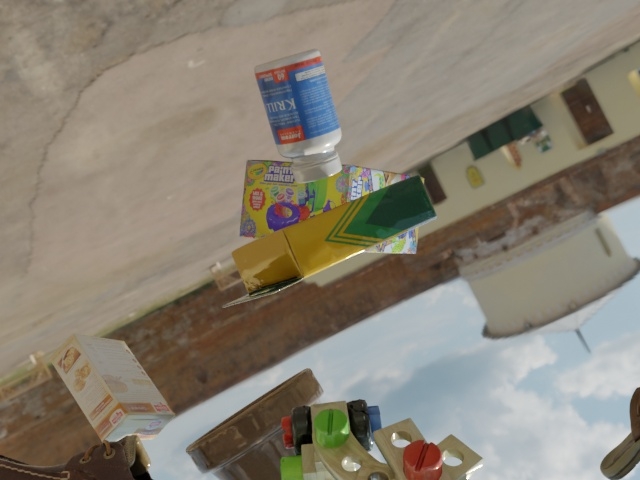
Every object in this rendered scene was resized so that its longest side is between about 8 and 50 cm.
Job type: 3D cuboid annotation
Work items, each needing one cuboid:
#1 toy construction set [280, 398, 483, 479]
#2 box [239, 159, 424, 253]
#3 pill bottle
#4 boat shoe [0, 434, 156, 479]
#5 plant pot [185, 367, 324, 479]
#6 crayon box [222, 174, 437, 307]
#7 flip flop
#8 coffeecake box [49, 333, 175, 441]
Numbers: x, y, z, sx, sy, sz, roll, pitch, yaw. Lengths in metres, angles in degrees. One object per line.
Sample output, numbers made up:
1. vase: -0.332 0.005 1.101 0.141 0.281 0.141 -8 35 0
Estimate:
1. toy construction set: 0.033 0.269 0.650 0.151 0.327 0.215 6 -147 -8
2. box: 0.026 -0.075 1.621 0.290 0.176 0.279 8 -177 40
3. pill bottle: -0.032 -0.222 1.330 0.124 0.221 0.124 -16 -166 4
4. boat shoe: -0.241 0.291 0.873 0.342 0.123 0.123 14 163 6
5. plant pot: -0.070 0.390 1.304 0.263 0.229 0.263 -32 173 -5
6. crayon box: 0.000 0.000 1.183 0.323 0.083 0.203 -24 -178 -31
7. flip flop: 0.571 0.306 1.295 0.112 0.080 0.277 -19 144 -58
8. coffeecake box: -0.360 0.257 1.285 0.068 0.185 0.142 -46 155 7
